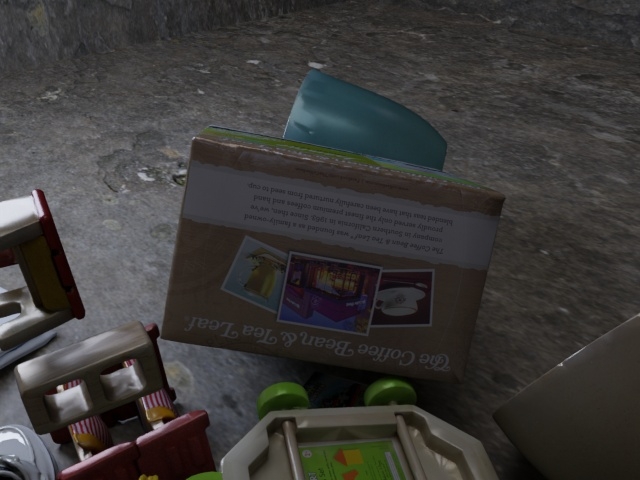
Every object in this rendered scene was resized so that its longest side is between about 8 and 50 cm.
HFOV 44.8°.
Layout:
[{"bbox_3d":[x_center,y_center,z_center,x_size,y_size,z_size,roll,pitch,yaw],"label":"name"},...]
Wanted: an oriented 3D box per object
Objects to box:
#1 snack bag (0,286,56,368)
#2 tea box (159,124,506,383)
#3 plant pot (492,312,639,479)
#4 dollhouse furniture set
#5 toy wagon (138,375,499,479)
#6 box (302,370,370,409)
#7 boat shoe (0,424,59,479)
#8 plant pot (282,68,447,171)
[{"bbox_3d":[-0.577,0.105,1.004,0.323,0.037,0.342,29,27,13],"label":"snack bag"},{"bbox_3d":[0.000,0.000,0.937,0.329,0.220,0.323,10,10,-8],"label":"tea box"},{"bbox_3d":[0.333,0.172,0.722,0.284,0.284,0.191,-19,66,-27],"label":"plant pot"},{"bbox_3d":[-0.225,0.099,0.774,0.152,0.374,0.201,-20,33,-20],"label":"dollhouse furniture set"},{"bbox_3d":[0.004,0.246,0.715,0.344,0.068,0.267,-1,35,-14],"label":"toy wagon"},{"bbox_3d":[-0.003,0.228,0.855,0.114,0.036,0.207,10,31,25],"label":"box"},{"bbox_3d":[-0.319,0.260,0.777,0.096,0.088,0.267,-10,28,-11],"label":"boat shoe"},{"bbox_3d":[0.064,-0.095,1.225,0.235,0.293,0.293,16,30,3],"label":"plant pot"}]
